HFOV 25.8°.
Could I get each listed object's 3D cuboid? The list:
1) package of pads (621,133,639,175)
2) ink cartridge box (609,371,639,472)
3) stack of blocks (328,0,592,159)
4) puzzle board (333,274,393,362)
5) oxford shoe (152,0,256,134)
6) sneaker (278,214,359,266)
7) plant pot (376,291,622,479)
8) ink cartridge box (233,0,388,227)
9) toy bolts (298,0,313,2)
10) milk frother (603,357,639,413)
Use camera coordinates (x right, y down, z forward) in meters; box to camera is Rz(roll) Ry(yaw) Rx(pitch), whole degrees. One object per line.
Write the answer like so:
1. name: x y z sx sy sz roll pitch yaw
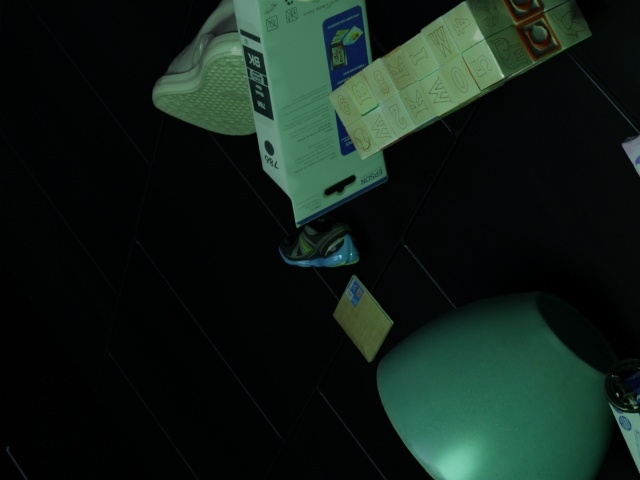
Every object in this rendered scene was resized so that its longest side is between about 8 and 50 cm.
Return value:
1. package of pads: 0.351 -0.078 1.442 0.083 0.032 0.050 60 155 2
2. ink cartridge box: 0.405 0.240 1.572 0.046 0.097 0.207 -11 106 61
3. stack of blocks: 0.156 -0.196 1.508 0.087 0.171 0.297 62 151 -1
4. puzzle board: 0.065 0.118 2.110 0.096 0.011 0.128 52 150 18
5. oxford shoe: -0.126 -0.248 1.988 0.449 0.169 0.130 153 132 -69
6. sneaker: 0.000 0.000 2.070 0.188 0.067 0.078 -4 91 61
7. plant pot: 0.240 0.174 1.649 0.195 0.290 0.290 -49 68 22
8. ink cartridge box: -0.009 -0.196 1.786 0.065 0.165 0.332 28 137 45
9. toy bolts: -0.016 -0.383 1.537 0.228 0.158 0.218 31 156 -28
10. milk frother: 0.370 0.106 1.460 0.129 0.143 0.134 31 142 54
